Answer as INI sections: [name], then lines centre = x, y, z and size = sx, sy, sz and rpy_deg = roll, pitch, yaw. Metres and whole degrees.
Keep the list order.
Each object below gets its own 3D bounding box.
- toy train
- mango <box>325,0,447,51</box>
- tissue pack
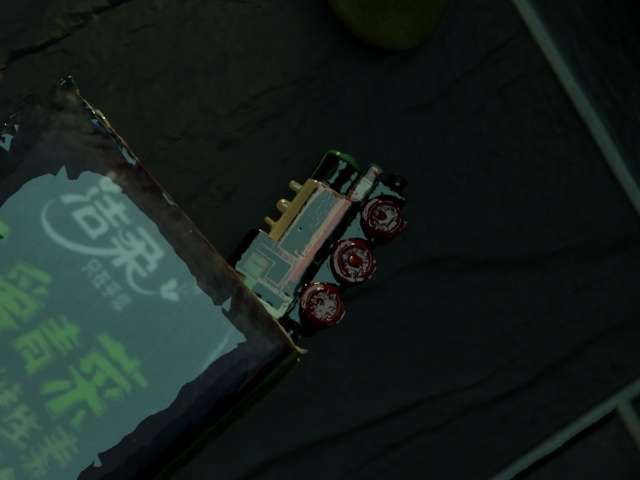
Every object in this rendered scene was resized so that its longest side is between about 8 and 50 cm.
[toy train]
centre = 0.000, 0.000, 0.705
size = 0.087, 0.050, 0.138
rpy_deg = 36, 80, -2
[mango]
centre = 0.044, -0.264, 0.705
size = 0.133, 0.111, 0.267
rpy_deg = -8, 92, -22
[tissue pack]
centre = -0.149, 0.066, 0.466
size = 0.235, 0.073, 0.173
rpy_deg = -41, 93, -11
